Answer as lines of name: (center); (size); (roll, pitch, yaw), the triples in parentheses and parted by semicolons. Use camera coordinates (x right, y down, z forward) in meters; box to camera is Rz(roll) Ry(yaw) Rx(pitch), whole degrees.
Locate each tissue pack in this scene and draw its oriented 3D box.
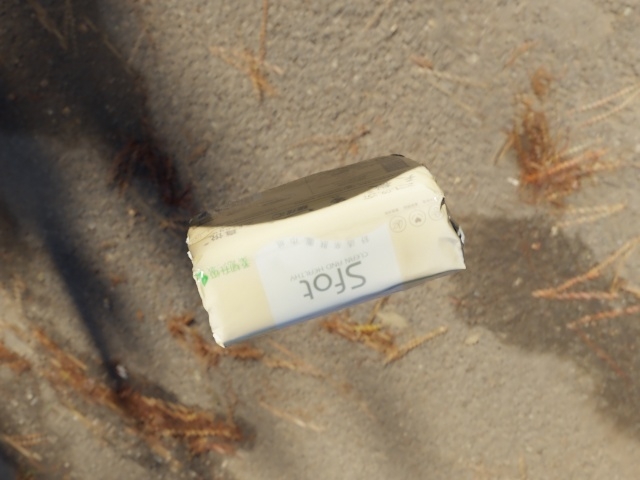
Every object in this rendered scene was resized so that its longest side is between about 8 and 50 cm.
tissue pack: (0.000, 0.000, 0.926); (0.222, 0.186, 0.090); (-17, 108, -4)
